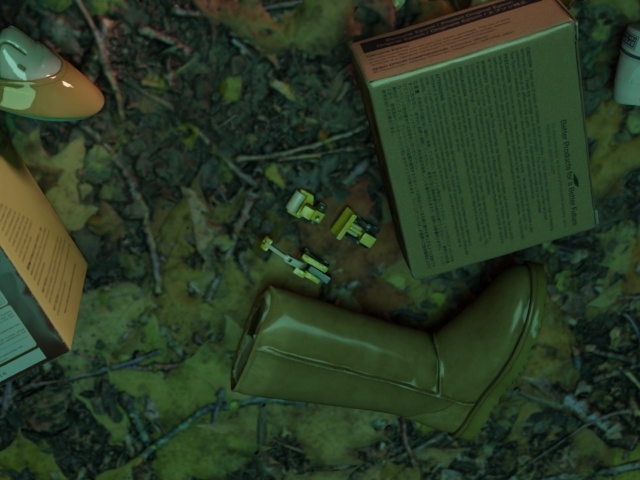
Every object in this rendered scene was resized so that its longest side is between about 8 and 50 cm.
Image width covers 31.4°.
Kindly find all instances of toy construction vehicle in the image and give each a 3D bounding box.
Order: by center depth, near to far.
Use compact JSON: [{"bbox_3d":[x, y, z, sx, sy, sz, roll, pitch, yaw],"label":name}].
[{"bbox_3d":[0.000,0.000,1.152,0.098,0.035,0.086,33,104,-18],"label":"toy construction vehicle"}]

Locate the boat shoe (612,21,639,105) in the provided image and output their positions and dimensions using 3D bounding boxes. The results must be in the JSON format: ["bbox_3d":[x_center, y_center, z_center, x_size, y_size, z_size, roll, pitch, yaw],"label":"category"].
[{"bbox_3d":[0.418,-0.147,1.116,0.267,0.096,0.088,7,114,-9],"label":"boat shoe"}]

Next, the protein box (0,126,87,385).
[{"bbox_3d":[-0.325,0.007,1.025,0.136,0.200,0.201,-27,112,4],"label":"protein box"}]

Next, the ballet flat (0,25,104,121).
[{"bbox_3d":[-0.307,-0.163,1.021,0.232,0.080,0.073,10,130,-11],"label":"ballet flat"}]

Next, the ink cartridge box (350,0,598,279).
[{"bbox_3d":[0.148,-0.097,1.079,0.193,0.088,0.235,-17,126,-1],"label":"ink cartridge box"}]

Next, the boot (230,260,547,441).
[{"bbox_3d":[0.069,0.094,1.161,0.269,0.089,0.236,16,116,-12],"label":"boot"}]

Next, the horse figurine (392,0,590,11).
[{"bbox_3d":[0.128,-0.291,1.039,0.174,0.066,0.263,-26,114,8],"label":"horse figurine"}]
